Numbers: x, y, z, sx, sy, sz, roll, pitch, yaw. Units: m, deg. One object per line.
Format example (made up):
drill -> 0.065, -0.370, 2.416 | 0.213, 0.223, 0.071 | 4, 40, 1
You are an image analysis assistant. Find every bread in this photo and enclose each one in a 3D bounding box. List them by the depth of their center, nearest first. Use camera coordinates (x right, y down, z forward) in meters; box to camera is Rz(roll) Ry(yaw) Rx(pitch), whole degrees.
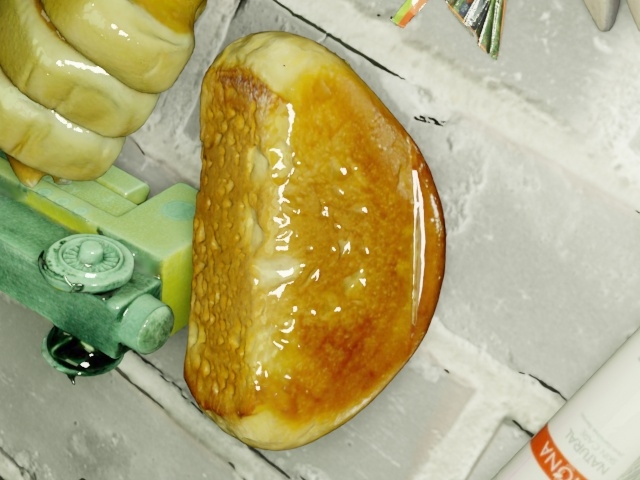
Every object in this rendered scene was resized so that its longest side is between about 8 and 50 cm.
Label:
bread -> -0.239, -0.247, 1.167 | 0.341, 0.210, 0.300 | -38, 32, 45

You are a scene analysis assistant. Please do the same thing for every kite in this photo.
kite -> 0.132, -0.298, 1.167 | 0.241, 0.014, 0.183 | 50, 116, 19

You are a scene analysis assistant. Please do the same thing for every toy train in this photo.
toy train -> -0.287, -0.004, 1.271 | 0.397, 0.253, 0.160 | 26, 128, 25

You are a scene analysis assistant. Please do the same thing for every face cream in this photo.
face cream -> 0.243, 0.216, 1.070 | 0.102, 0.102, 0.345 | 45, 111, 21

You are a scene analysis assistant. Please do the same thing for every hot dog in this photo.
hot dog -> -0.001, 0.000, 1.135 | 0.185, 0.223, 0.405 | 13, 101, 60

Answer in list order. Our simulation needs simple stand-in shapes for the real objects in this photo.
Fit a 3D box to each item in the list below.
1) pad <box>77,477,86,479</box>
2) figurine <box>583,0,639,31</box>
pad -> -0.336, 0.383, 1.457 | 0.157, 0.003, 0.112 | -29, 78, 27
figurine -> 0.225, -0.378, 1.019 | 0.266, 0.361, 0.378 | 13, 132, 32
